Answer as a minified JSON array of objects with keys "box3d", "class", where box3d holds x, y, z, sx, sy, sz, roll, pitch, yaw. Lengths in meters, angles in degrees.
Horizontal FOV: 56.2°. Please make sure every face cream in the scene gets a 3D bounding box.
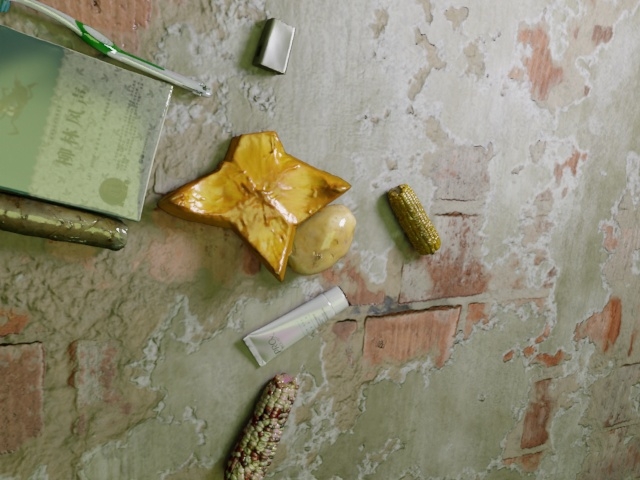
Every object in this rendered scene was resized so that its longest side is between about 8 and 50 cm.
[{"box3d":[-0.049,0.183,1.331,0.243,0.058,0.092,-32,120,-10],"class":"face cream"}]

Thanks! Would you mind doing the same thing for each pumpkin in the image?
[{"box3d":[-0.124,-0.089,1.177,0.290,0.095,0.258,35,82,-13],"class":"pumpkin"}]

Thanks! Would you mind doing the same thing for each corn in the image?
[{"box3d":[0.220,-0.044,1.398,0.068,0.068,0.207,-41,118,-12],"class":"corn"},{"box3d":[-0.131,0.429,1.330,0.092,0.092,0.280,23,90,-30],"class":"corn"}]

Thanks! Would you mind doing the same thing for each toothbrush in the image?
[{"box3d":[-0.374,-0.342,1.032,0.418,0.042,0.040,18,124,-29],"class":"toothbrush"}]

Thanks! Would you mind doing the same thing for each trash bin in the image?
[{"box3d":[-0.088,-0.378,1.170,0.061,0.043,0.092,15,92,-29],"class":"trash bin"}]

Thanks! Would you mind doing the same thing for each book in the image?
[{"box3d":[-0.463,-0.201,1.016,0.379,0.031,0.264,14,88,-29],"class":"book"}]

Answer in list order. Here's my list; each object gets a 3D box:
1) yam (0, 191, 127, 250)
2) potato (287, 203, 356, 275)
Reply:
[{"box3d":[-0.495,-0.039,1.034,0.317,0.067,0.071,13,134,-31],"class":"yam"},{"box3d":[0.000,0.000,1.275,0.178,0.109,0.118,-38,137,-8],"class":"potato"}]
